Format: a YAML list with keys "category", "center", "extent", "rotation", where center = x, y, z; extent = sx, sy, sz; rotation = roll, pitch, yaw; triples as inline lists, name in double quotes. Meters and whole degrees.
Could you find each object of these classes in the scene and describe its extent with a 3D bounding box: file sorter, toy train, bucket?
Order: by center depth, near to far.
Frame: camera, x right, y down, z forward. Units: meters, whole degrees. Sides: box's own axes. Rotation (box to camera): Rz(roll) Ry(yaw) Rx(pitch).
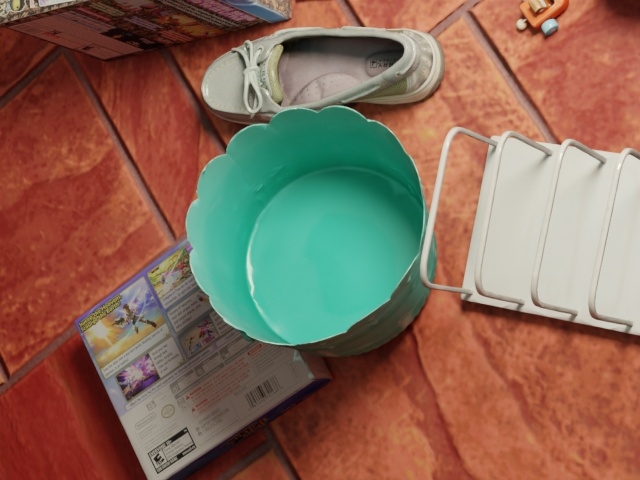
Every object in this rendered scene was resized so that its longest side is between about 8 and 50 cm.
- category: "file sorter"
  center: [0.266, -0.011, 1.600]
  extent: [0.277, 0.173, 0.193]
  rotation: [11, 89, 29]
- category: "bucket"
  center: [0.000, 0.000, 1.701]
  extent: [0.281, 0.183, 0.281]
  rotation: [-3, 75, 12]
- category: "toy train"
  center: [0.246, -0.326, 1.713]
  extent: [0.125, 0.046, 0.166]
  rotation: [-33, 71, 21]

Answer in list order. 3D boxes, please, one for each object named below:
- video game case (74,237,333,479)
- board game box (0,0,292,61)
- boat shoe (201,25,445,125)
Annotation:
- category: "video game case"
  center: [-0.149, 0.135, 1.868]
  extent: [0.269, 0.061, 0.244]
  rotation: [-35, 71, 20]
- category: "board game box"
  center: [-0.219, -0.336, 1.856]
  extent: [0.291, 0.232, 0.141]
  rotation: [-9, 81, 26]
- category: "boat shoe"
  center: [-0.013, -0.205, 1.806]
  extent: [0.320, 0.103, 0.118]
  rotation: [-1, 85, 28]
